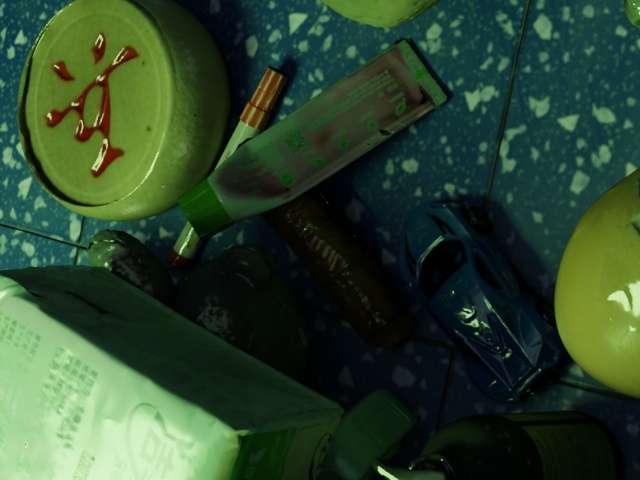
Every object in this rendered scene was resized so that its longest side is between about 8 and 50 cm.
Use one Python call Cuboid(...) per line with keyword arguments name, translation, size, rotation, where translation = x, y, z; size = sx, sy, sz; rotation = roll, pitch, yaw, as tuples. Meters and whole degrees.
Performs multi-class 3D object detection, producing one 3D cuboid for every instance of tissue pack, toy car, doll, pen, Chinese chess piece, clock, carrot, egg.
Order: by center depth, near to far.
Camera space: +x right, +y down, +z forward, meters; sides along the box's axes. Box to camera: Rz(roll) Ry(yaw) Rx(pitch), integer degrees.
Cuboid(name="egg", translation=(0.298, 0.035, 1.397), size=(0.244, 0.201, 0.201), rotation=(-36, 66, 40))
Cuboid(name="tissue pack", translation=(-0.198, 0.265, 1.551), size=(0.332, 0.205, 0.405), rotation=(27, 105, 28))
Cuboid(name="toy car", translation=(0.140, 0.051, 1.587), size=(0.103, 0.063, 0.216), rotation=(-48, 62, 23))
Cuboid(name="clock", translation=(0.005, 0.228, 1.625), size=(0.060, 0.148, 0.188), rotation=(43, 119, 8))
Cuboid(name="carrot", translation=(0.000, 0.000, 1.688), size=(0.070, 0.070, 0.260), rotation=(-49, 62, 22))
Cuboid(name="doll", translation=(-0.152, 0.082, 1.732), size=(0.340, 0.158, 0.246), rotation=(4, 123, 36))
Cuboid(name="pen", translation=(-0.097, -0.074, 1.788), size=(0.028, 0.028, 0.239), rotation=(38, 108, 31))
Cuboid(name="Chinese chess piece", translation=(-0.210, -0.144, 1.831), size=(0.250, 0.103, 0.249), rotation=(-2, 86, 37))

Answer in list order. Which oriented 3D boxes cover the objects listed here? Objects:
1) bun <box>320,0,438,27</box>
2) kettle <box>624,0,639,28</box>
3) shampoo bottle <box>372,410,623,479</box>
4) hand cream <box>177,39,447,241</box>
Cuboid(name="bun", translation=(0.084, -0.319, 1.596), size=(0.259, 0.152, 0.259), rotation=(-20, 65, 49))
Cuboid(name="kettle", translation=(0.364, -0.188, 1.341), size=(0.210, 0.243, 0.160), rotation=(-3, 84, 36))
Cuboid(name="shampoo bottle", translation=(0.151, 0.194, 1.431), size=(0.101, 0.284, 0.101), rotation=(-3, 85, 34))
Cuboid(name="hand cream", translation=(-0.013, -0.094, 1.670), size=(0.275, 0.050, 0.079), rotation=(-33, 91, 0))
